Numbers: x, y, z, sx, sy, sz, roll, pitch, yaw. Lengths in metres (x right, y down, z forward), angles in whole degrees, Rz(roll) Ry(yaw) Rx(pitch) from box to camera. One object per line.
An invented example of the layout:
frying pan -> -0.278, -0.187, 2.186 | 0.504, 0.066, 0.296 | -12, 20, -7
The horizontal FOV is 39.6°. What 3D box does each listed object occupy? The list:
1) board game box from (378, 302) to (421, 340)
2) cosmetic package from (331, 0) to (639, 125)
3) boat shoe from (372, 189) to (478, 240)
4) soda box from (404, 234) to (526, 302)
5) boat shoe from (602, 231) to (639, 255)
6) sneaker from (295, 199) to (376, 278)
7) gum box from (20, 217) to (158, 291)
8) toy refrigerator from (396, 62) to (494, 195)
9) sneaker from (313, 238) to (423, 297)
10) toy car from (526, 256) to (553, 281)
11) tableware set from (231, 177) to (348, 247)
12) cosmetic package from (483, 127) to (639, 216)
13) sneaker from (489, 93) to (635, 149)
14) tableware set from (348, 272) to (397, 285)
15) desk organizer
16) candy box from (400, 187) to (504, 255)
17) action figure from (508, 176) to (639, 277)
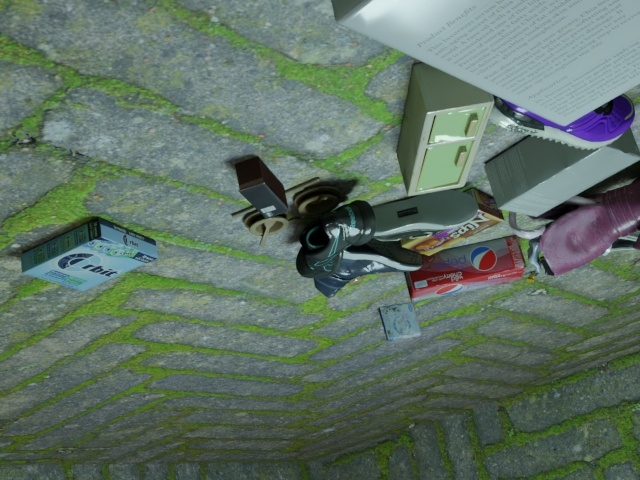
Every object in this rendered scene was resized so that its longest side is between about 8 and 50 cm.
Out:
board game box -> 0.203, 0.209, 2.282 | 0.090, 0.090, 0.020 | -7, 152, -13
cosmetic package -> 0.234, -0.299, 1.018 | 0.453, 0.161, 0.230 | 12, 148, -45
boat shoe -> 0.194, -0.045, 1.715 | 0.219, 0.077, 0.070 | -7, 157, 9
soda box -> 0.326, 0.066, 2.022 | 0.263, 0.083, 0.092 | -11, 157, -2
boat shoe -> 0.627, -0.006, 2.005 | 0.258, 0.084, 0.095 | -7, 157, -14
sneaker -> 0.000, 0.000, 1.658 | 0.106, 0.101, 0.267 | -11, 160, -30
gum box -> -0.416, 0.029, 1.607 | 0.184, 0.041, 0.157 | -23, 155, 21
toy refrigerator -> 0.189, -0.169, 1.389 | 0.102, 0.094, 0.269 | -10, 157, -6
sneaker -> 0.085, 0.053, 1.845 | 0.226, 0.086, 0.163 | 11, 138, -25
toy car -> 0.551, 0.064, 2.221 | 0.040, 0.060, 0.122 | -50, -165, -26
tableware set -> -0.050, -0.046, 1.622 | 0.194, 0.039, 0.128 | -22, 156, 22
cosmetic package -> 0.425, -0.139, 1.574 | 0.127, 0.107, 0.238 | 10, 146, -42
sneaker -> 0.398, -0.223, 1.359 | 0.293, 0.102, 0.146 | 1, 153, -29
tableware set -> 0.104, 0.067, 1.992 | 0.169, 0.020, 0.141 | -18, 159, 9
desk organizer -> -0.096, -0.087, 1.488 | 0.047, 0.050, 0.130 | -17, 157, 11
candy box -> 0.262, -0.035, 1.794 | 0.187, 0.053, 0.109 | -26, 154, 31
action figure -> 0.596, -0.068, 1.785 | 0.370, 0.248, 0.276 | -24, 128, 28
